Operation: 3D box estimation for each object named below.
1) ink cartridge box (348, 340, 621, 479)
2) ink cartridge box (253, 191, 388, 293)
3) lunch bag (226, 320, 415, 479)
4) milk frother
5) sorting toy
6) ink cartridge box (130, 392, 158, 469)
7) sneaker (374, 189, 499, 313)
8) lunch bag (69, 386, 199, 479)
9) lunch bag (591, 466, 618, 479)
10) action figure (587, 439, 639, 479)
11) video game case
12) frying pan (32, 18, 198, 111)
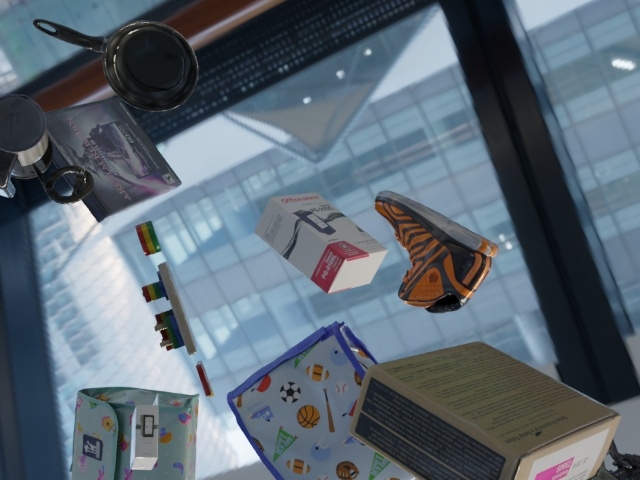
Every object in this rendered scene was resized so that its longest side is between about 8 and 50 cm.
[{"bbox_3d":[0.178,0.196,1.026,0.193,0.088,0.234,28,-160,36],"label":"ink cartridge box"},{"bbox_3d":[0.000,0.000,2.097,0.172,0.237,0.100,-10,133,-54],"label":"ink cartridge box"},{"bbox_3d":[0.020,0.410,2.188,0.327,0.385,0.239,-36,-167,9],"label":"lunch bag"},{"bbox_3d":[-0.398,-0.124,1.361,0.143,0.129,0.135,0,169,-11],"label":"milk frother"},{"bbox_3d":[-0.218,0.109,1.377,0.046,0.275,0.132,-19,-177,-7],"label":"sorting toy"},{"bbox_3d":[-0.215,0.232,1.166,0.028,0.083,0.048,6,147,-17],"label":"ink cartridge box"},{"bbox_3d":[0.180,0.026,1.819,0.321,0.124,0.180,35,-80,51],"label":"sneaker"},{"bbox_3d":[-0.395,0.428,2.011,0.262,0.224,0.160,5,-173,0],"label":"lunch bag"},{"bbox_3d":[0.390,0.466,1.259,0.235,0.287,0.169,-48,-136,-1],"label":"lunch bag"},{"bbox_3d":[0.483,0.383,1.656,0.275,0.164,0.141,7,-146,4],"label":"action figure"},{"bbox_3d":[-0.354,-0.143,1.603,0.026,0.196,0.274,-35,-178,22],"label":"video game case"},{"bbox_3d":[-0.411,-0.362,1.964,0.326,0.197,0.053,3,-148,3],"label":"frying pan"}]
